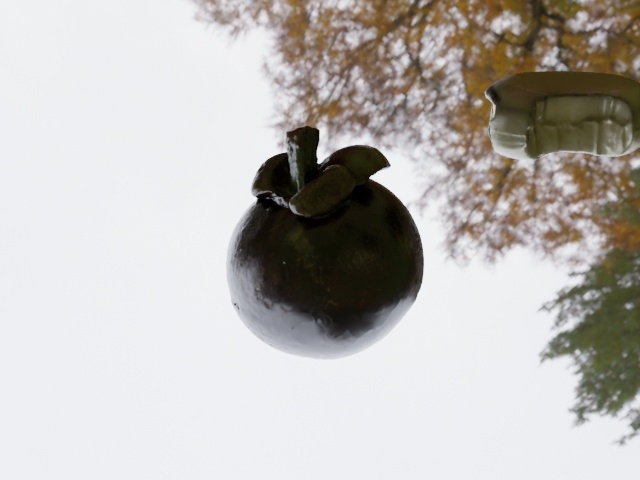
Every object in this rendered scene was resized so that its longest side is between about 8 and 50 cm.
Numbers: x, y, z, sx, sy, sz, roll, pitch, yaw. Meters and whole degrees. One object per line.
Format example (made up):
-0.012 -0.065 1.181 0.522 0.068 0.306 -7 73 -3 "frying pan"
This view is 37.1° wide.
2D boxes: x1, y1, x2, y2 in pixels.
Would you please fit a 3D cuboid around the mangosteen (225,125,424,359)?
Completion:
0.000 0.000 1.047 0.228 0.266 0.228 -8 -154 4 "mangosteen"

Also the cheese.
0.329 -0.144 1.068 0.286 0.082 0.163 0 -156 8 "cheese"
